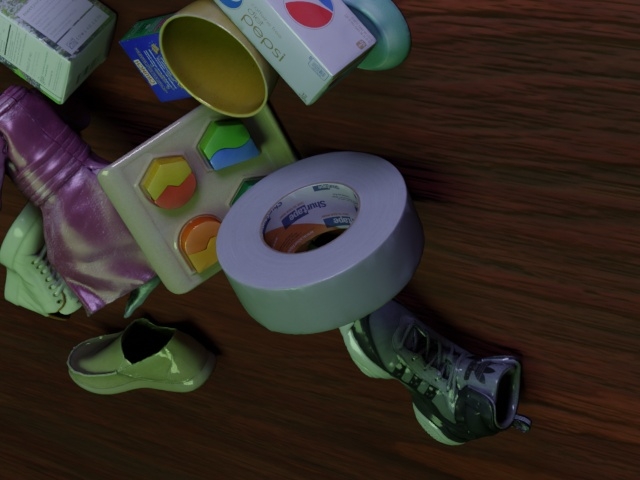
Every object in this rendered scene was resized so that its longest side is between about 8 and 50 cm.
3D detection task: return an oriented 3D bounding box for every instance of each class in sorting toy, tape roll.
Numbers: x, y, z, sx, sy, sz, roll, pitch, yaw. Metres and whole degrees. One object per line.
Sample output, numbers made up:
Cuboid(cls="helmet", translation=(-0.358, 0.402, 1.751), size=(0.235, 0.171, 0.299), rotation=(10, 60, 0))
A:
Cuboid(cls="sorting toy", translation=(-0.123, -0.056, 1.839), size=(0.193, 0.208, 0.038), rotation=(61, 174, -32))
Cuboid(cls="tape roll", translation=(0.000, 0.000, 1.753), size=(0.219, 0.219, 0.072), rotation=(9, 139, 37))

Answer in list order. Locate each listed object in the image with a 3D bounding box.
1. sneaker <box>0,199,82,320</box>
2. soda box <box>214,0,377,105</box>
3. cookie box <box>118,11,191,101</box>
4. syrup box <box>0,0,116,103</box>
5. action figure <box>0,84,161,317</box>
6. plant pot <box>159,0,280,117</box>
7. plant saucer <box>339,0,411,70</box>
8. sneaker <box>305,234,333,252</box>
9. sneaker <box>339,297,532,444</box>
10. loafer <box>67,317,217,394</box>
Cuboid(cls="sneaker", translation=(-0.381, 0.030, 2.292), size=(0.123, 0.106, 0.290), rotation=(27, 157, 4))
Cuboid(cls="soda box", translation=(-0.048, -0.244, 1.596), size=(0.216, 0.074, 0.069), rotation=(49, 148, 0))
Cuboid(cls="cookie box", translation=(-0.162, -0.207, 1.815), size=(0.107, 0.040, 0.092), rotation=(-3, 130, 46))
Cuboid(cls="syrup box", translation=(-0.363, -0.277, 1.876), size=(0.237, 0.093, 0.096), rotation=(35, 148, 4))
Cuboid(cls="action figure", translation=(-0.321, -0.076, 1.947), size=(0.370, 0.248, 0.276), rotation=(42, 147, -12))
Cuboid(cls="plant pot", translation=(-0.087, -0.210, 1.687), size=(0.134, 0.095, 0.134), rotation=(25, 145, 19))
Cuboid(cls="plant saucer", translation=(0.035, -0.215, 1.632), size=(0.119, 0.021, 0.119), rotation=(25, 146, 19))
Cuboid(cls="sneaker", translation=(-0.003, 0.033, 1.952), size=(0.051, 0.089, 0.170), rotation=(15, -169, -21))
Cuboid(cls="sneaker", translation=(0.146, 0.142, 1.910), size=(0.153, 0.101, 0.268), rotation=(-8, 133, 48))
Cuboid(cls="loafer", translation=(-0.270, 0.162, 2.348), size=(0.269, 0.102, 0.092), rotation=(-4, 128, 35))
